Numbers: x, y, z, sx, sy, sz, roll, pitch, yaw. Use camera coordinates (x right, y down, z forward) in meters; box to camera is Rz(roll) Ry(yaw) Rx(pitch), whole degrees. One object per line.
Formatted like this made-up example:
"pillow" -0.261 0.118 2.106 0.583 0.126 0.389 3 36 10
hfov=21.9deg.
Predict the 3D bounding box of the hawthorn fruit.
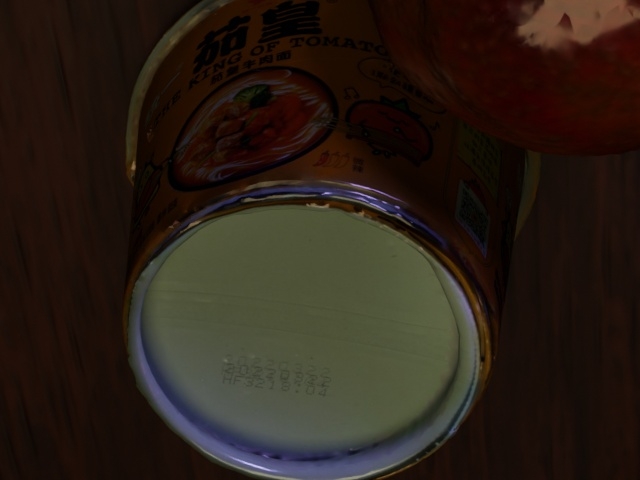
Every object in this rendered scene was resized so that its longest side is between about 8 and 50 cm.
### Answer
"hawthorn fruit" 0.128 -0.118 0.705 0.200 0.179 0.179 14 126 -27

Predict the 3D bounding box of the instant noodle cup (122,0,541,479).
"instant noodle cup" 0.000 0.000 0.786 0.216 0.172 0.215 2 124 3
